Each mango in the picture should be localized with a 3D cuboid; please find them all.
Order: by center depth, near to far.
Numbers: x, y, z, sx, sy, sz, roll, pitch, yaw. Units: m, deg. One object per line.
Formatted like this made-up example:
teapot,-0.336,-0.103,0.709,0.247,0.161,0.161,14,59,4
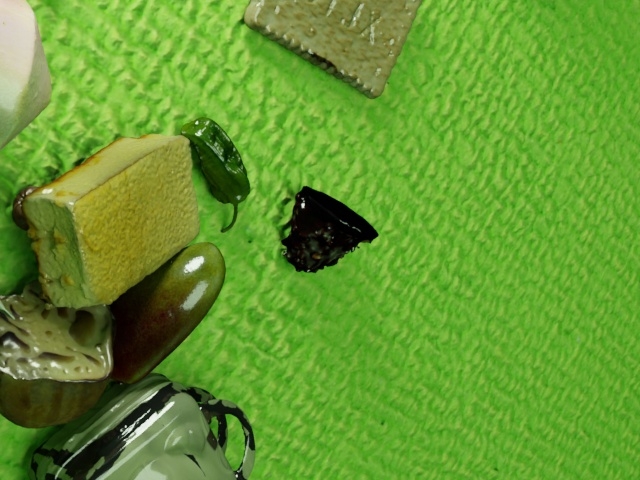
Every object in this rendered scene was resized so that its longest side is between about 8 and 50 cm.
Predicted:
mango,-0.252,0.105,1.747,0.267,0.133,0.111,-46,150,8

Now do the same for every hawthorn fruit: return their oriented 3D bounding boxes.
hawthorn fruit,-0.394,-0.030,1.642,0.066,0.067,0.103,-52,133,-15

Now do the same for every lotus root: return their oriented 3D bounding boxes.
lotus root,-0.402,0.173,1.657,0.188,0.199,0.180,10,136,-18

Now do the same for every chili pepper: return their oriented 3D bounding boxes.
chili pepper,-0.150,-0.107,1.825,0.072,0.073,0.204,-52,133,-33

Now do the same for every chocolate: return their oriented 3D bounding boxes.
chocolate,0.000,0.000,1.955,0.156,0.156,0.133,18,109,-43

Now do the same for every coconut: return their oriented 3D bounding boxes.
coconut,-0.454,-0.217,1.435,0.245,0.233,0.233,23,88,-35

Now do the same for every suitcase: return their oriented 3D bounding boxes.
suitcase,-0.247,0.381,1.817,0.339,0.194,0.351,-40,127,-27

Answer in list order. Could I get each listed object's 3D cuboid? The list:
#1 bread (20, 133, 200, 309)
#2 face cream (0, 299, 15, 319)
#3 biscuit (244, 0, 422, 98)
bread,-0.292,-0.034,1.651,0.275,0.114,0.184,-40,133,-48
face cream,-0.522,-0.019,1.467,0.084,0.137,0.341,-51,135,-20
biscuit,0.027,-0.385,1.897,0.325,0.044,0.217,22,90,-42
